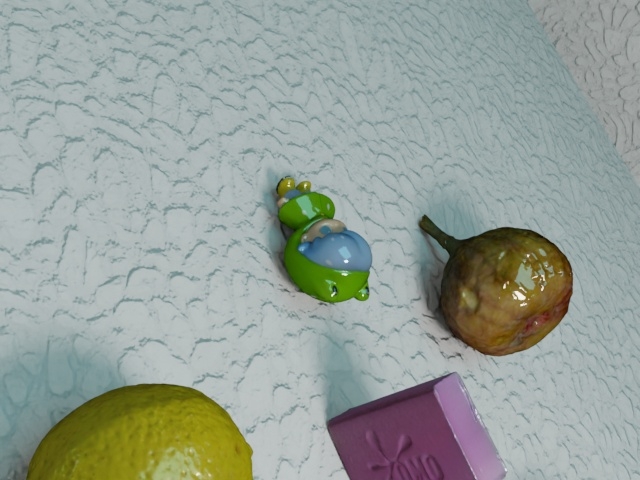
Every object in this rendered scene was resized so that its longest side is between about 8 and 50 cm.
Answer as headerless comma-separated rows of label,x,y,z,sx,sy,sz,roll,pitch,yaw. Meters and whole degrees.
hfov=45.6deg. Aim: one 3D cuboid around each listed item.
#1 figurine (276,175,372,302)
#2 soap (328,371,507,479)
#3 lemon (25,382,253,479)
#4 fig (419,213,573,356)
figurine,0.000,0.000,1.385,0.162,0.143,0.263,9,44,-48
soap,0.150,0.336,1.234,0.081,0.259,0.181,-20,83,-47
lemon,-0.214,0.296,0.916,0.267,0.267,0.267,23,53,-34
fig,0.345,0.053,1.619,0.286,0.286,0.369,-5,48,-45
